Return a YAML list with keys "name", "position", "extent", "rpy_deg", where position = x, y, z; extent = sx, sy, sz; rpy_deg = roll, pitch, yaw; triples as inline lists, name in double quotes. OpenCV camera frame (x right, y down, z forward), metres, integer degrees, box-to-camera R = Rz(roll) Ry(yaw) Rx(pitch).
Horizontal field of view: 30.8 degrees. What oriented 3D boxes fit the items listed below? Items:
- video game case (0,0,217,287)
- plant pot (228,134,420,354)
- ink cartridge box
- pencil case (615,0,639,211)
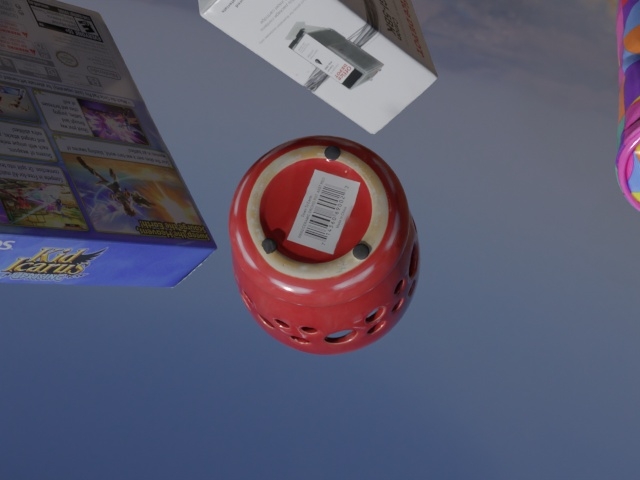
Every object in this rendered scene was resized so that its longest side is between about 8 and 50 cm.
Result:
- name: "video game case"
  position: [-0.226, -0.082, 0.825]
  extent: [0.269, 0.061, 0.244]
  rpy_deg: [5, -131, -53]
- name: "plant pot"
  position: [0.000, 0.000, 1.135]
  extent: [0.191, 0.191, 0.174]
  rpy_deg: [16, 162, 13]
- name: "ink cartridge box"
  position: [-0.004, -0.137, 0.664]
  extent: [0.135, 0.056, 0.099]
  rpy_deg: [30, -148, -35]
- name: "pencil case"
  position: [0.257, -0.117, 0.815]
  extent: [0.104, 0.104, 0.236]
  rpy_deg: [15, -134, 3]
